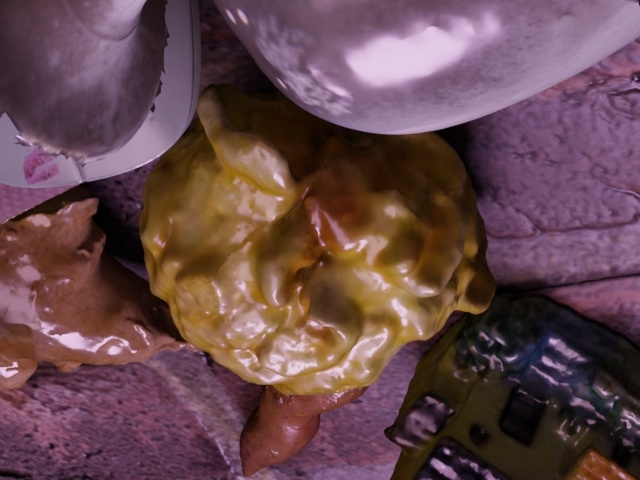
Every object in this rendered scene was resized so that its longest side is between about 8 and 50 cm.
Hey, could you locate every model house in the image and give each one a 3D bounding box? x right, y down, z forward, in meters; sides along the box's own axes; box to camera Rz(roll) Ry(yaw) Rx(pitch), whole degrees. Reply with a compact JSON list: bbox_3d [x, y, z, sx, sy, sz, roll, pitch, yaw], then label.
[{"bbox_3d":[0.140,0.176,1.277,0.194,0.211,0.170,36,139,-8],"label":"model house"}]

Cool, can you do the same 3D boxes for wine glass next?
[{"bbox_3d":[-0.002,-0.156,0.826,0.323,0.238,0.238,-8,128,28],"label":"wine glass"}]

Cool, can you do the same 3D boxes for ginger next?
[{"bbox_3d":[-0.223,0.037,1.367,0.270,0.123,0.219,32,125,6],"label":"ginger"}]

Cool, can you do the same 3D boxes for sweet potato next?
[{"bbox_3d":[-0.021,0.127,1.419,0.065,0.051,0.218,32,137,-10],"label":"sweet potato"}]

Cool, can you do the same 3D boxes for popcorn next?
[{"bbox_3d":[0.001,-0.008,1.182,0.235,0.181,0.217,10,134,5],"label":"popcorn"}]

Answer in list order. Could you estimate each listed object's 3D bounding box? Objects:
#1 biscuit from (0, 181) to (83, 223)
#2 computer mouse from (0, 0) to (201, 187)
[{"bbox_3d":[-0.201,-0.077,1.187,0.108,0.062,0.239,39,140,-27],"label":"biscuit"},{"bbox_3d":[-0.155,-0.177,1.032,0.159,0.288,0.097,-8,169,17],"label":"computer mouse"}]
